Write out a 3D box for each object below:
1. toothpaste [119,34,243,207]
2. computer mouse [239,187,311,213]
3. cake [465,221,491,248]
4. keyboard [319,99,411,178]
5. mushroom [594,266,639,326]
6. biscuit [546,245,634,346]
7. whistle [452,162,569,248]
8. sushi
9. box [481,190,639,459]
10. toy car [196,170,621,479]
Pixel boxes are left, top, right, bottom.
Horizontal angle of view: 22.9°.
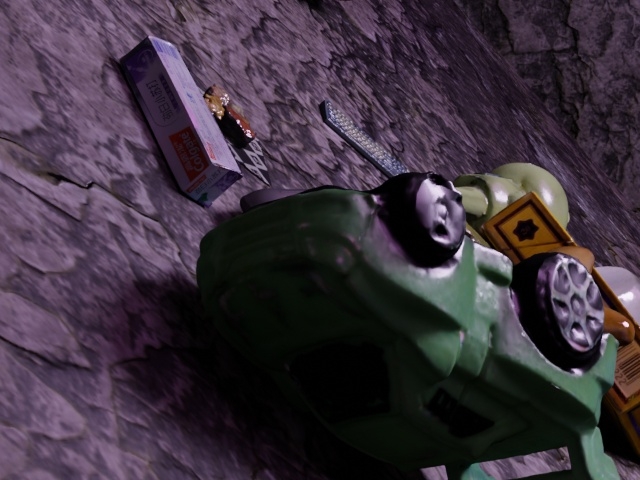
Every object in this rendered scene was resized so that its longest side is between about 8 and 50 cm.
[{"bbox_3d":[-0.126,-0.111,1.410,0.040,0.047,0.196,35,19,-45],"label":"toothpaste"},{"bbox_3d":[-0.001,0.001,1.441,0.120,0.057,0.232,50,19,13],"label":"computer mouse"},{"bbox_3d":[0.153,-0.006,1.858,0.140,0.051,0.055,46,13,-11],"label":"cake"},{"bbox_3d":[0.067,-0.109,1.967,0.176,0.014,0.055,39,20,-23],"label":"keyboard"},{"bbox_3d":[0.453,0.150,2.194,0.270,0.103,0.118,49,17,-29],"label":"mushroom"},{"bbox_3d":[0.240,0.071,1.723,0.208,0.164,0.047,-99,173,-66],"label":"biscuit"},{"bbox_3d":[0.216,-0.026,2.004,0.294,0.141,0.141,-13,58,-50],"label":"whistle"},{"bbox_3d":[-0.090,-0.123,1.567,0.126,0.026,0.120,38,17,-30],"label":"sushi"},{"bbox_3d":[0.322,0.105,1.888,0.301,0.084,0.193,57,1,32],"label":"box"},{"bbox_3d":[0.077,0.087,1.191,0.358,0.213,0.176,29,58,-38],"label":"toy car"}]
